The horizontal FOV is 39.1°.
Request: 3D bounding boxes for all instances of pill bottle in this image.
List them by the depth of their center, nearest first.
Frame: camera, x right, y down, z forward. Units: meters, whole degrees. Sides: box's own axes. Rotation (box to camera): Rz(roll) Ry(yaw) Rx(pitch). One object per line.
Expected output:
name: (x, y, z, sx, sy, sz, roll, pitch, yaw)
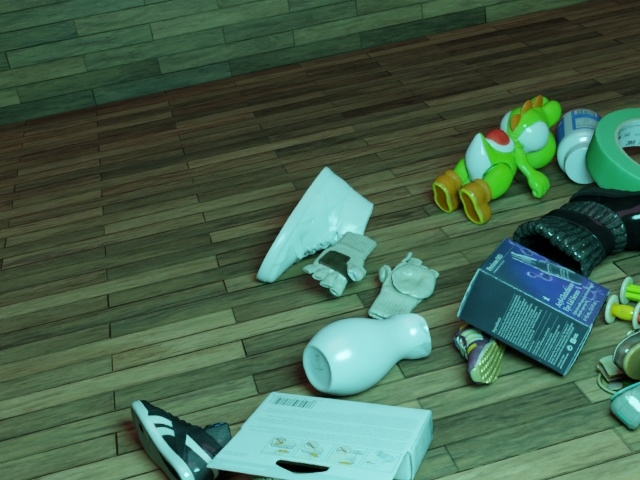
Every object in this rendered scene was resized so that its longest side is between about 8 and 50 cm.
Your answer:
pill bottle: (0.625, -0.221, 2.150, 0.124, 0.124, 0.221, -1, 29, 15)

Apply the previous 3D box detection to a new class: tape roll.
tape roll: (0.743, -0.169, 1.953, 0.321, 0.077, 0.321, 6, 40, -5)

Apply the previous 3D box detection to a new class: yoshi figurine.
yoshi figurine: (0.437, -0.177, 2.096, 0.362, 0.203, 0.203, -43, -2, -18)

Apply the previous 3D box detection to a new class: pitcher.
pitcher: (0.061, 0.190, 1.564, 0.207, 0.126, 0.177, -16, 5, -35)

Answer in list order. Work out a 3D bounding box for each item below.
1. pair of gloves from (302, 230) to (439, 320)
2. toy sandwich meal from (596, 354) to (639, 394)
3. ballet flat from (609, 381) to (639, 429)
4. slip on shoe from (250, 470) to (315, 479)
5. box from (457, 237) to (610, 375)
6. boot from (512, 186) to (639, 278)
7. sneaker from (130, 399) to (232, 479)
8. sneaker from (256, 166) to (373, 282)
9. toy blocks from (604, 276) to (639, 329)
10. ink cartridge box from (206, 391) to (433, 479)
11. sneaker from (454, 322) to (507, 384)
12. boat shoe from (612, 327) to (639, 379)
pair of gloves: (0.107, 0.064, 1.794, 0.240, 0.042, 0.204, 26, 40, 23)
toy sandwich meal: (0.486, 0.217, 1.454, 0.085, 0.029, 0.086, -7, 27, 4)
ballet flat: (0.539, 0.231, 1.390, 0.213, 0.072, 0.068, -22, 57, -23)
slip on shoe: (-0.036, 0.362, 1.328, 0.135, 0.052, 0.041, -6, -7, 19)
box: (0.361, 0.107, 1.529, 0.207, 0.108, 0.153, 28, 32, 16)
boot: (0.576, -0.008, 1.741, 0.347, 0.131, 0.260, 3, 21, 44)
sneaker: (-0.211, 0.314, 1.444, 0.121, 0.079, 0.217, -21, 37, -28)
sneaker: (0.000, 0.000, 1.934, 0.293, 0.169, 0.108, -55, 2, -16)
toy blocks: (0.593, 0.119, 1.581, 0.148, 0.054, 0.123, 13, 35, 37)
ink cartridge box: (0.006, 0.315, 1.340, 0.275, 0.060, 0.239, 3, 20, 22)
sneaker: (0.265, 0.189, 1.547, 0.083, 0.070, 0.185, -5, 20, 26)
boat shoe: (0.521, 0.173, 1.438, 0.206, 0.073, 0.073, 3, 24, -42)
